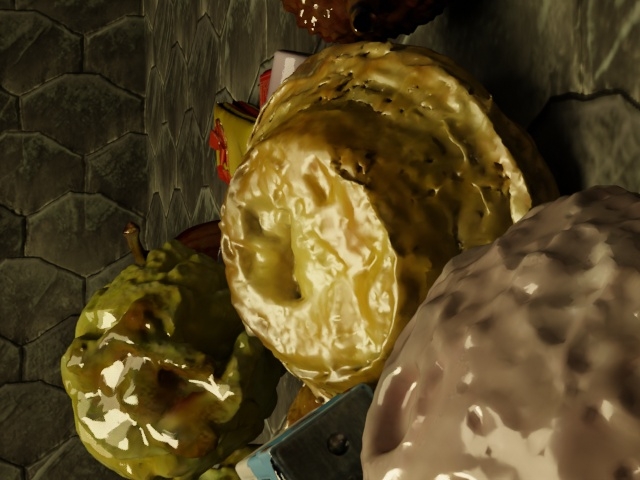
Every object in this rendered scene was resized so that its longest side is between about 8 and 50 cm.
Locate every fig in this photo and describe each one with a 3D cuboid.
[{"bbox_3d":[-0.169,0.054,1.361,0.204,0.249,0.186,-124,45,-64],"label":"fig"}]

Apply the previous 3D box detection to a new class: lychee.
[{"bbox_3d":[0.038,-0.254,0.806,0.200,0.200,0.238,112,171,-50],"label":"lychee"}]

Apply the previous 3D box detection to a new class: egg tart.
[{"bbox_3d":[0.027,0.009,0.758,0.341,0.129,0.341,12,109,39],"label":"egg tart"}]

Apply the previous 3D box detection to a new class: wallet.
[{"bbox_3d":[-0.118,-0.134,1.493,0.241,0.067,0.141,-142,51,-66],"label":"wallet"}]

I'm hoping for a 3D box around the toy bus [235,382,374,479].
[{"bbox_3d":[0.061,0.256,0.706,0.297,0.106,0.131,58,154,1],"label":"toy bus"}]

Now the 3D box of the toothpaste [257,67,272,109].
[{"bbox_3d":[-0.032,-0.052,1.217,0.066,0.076,0.320,-171,80,-72],"label":"toothpaste"}]

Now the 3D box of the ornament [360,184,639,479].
[{"bbox_3d":[0.141,0.110,0.404,0.225,0.259,0.259,-64,24,10],"label":"ornament"}]

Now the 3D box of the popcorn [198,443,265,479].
[{"bbox_3d":[-0.099,0.384,1.168,0.225,0.276,0.276,126,139,-54],"label":"popcorn"}]

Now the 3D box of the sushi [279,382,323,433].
[{"bbox_3d":[0.036,0.231,0.919,0.179,0.167,0.296,-60,34,15],"label":"sushi"}]

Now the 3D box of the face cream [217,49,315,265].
[{"bbox_3d":[-0.028,-0.081,1.139,0.096,0.154,0.274,-70,-9,-77],"label":"face cream"}]

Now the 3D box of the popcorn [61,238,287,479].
[{"bbox_3d":[-0.163,0.138,1.119,0.237,0.293,0.293,11,-104,-69],"label":"popcorn"}]
